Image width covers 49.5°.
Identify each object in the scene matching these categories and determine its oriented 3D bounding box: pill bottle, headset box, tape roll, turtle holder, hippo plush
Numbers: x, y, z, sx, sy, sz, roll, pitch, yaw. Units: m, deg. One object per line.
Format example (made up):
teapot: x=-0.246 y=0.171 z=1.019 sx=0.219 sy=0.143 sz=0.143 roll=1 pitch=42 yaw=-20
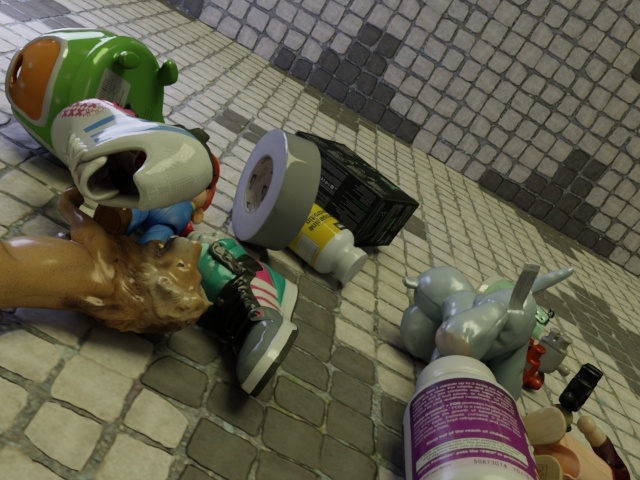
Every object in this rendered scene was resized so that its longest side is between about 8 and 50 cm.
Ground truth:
pill bottle: x=0.193 y=0.282 z=0.916 sx=0.169 sy=0.169 sz=0.301 roll=29 pitch=22 yaw=-7
headset box: x=0.061 y=-0.109 z=1.547 sx=0.246 sy=0.131 sz=0.283 roll=41 pitch=16 yaw=18
tape roll: x=-0.086 y=-0.094 z=1.295 sx=0.072 sy=0.219 sz=0.219 roll=19 pitch=25 yaw=-26
turtle holder: x=-0.389 y=-0.256 z=1.216 sx=0.227 sy=0.243 sz=0.320 roll=18 pitch=28 yaw=13
hippo plush: x=0.224 y=0.134 z=1.185 sx=0.234 sy=0.294 sz=0.236 roll=6 pitch=17 yaw=-40
pill bottle: x=0.000 y=0.000 z=1.363 sx=0.184 sy=0.103 sz=0.103 roll=39 pitch=22 yaw=19

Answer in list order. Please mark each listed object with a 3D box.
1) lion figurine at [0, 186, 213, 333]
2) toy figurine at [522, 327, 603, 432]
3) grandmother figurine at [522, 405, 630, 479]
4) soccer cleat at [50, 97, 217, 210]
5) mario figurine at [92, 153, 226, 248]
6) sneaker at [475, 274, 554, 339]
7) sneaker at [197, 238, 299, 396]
lion figurine: x=-0.332 y=0.030 z=0.819 sx=0.392 sy=0.142 sz=0.240 roll=-2 pitch=37 yaw=-46
toy figurine: x=0.398 y=0.246 z=1.327 sx=0.213 sy=0.148 sz=0.209 roll=23 pitch=17 yaw=-16
grandmother figurine: x=0.417 y=0.376 z=1.043 sx=0.342 sy=0.208 sz=0.104 roll=32 pitch=-22 yaw=-34
soccer cleat: x=-0.286 y=-0.113 z=0.911 sx=0.331 sy=0.116 sz=0.143 roll=14 pitch=35 yaw=37
mario figurine: x=-0.233 y=-0.078 z=1.101 sx=0.170 sy=0.198 sz=0.320 roll=-3 pitch=26 yaw=11
sneaker: x=0.457 y=0.164 z=1.642 sx=0.256 sy=0.094 sz=0.151 roll=4 pitch=37 yaw=-48
sneaker: x=-0.125 y=0.087 z=0.966 sx=0.178 sy=0.124 sz=0.295 roll=33 pitch=13 yaw=-10
